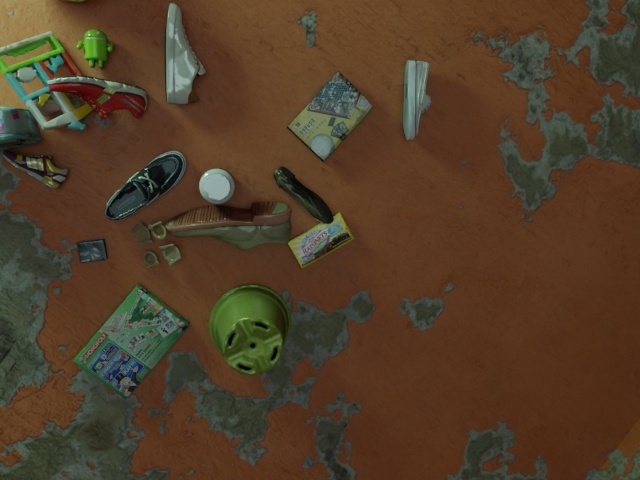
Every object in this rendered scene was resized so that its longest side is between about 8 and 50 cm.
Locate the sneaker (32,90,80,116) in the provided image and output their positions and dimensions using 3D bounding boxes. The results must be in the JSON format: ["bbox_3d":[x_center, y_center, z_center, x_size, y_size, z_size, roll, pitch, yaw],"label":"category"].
[{"bbox_3d":[-0.800,-0.408,1.725,0.134,0.070,0.051,1,55,-34],"label":"sneaker"}]

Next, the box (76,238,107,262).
[{"bbox_3d":[-0.722,0.033,1.809,0.083,0.018,0.067,-7,98,-8],"label":"box"}]

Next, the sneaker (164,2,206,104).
[{"bbox_3d":[-0.412,-0.563,1.740,0.123,0.106,0.290,-2,108,-15],"label":"sneaker"}]

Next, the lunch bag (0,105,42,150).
[{"bbox_3d":[-0.952,-0.307,1.627,0.279,0.224,0.108,-8,95,-2],"label":"lunch bag"}]

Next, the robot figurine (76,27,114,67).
[{"bbox_3d":[-0.670,-0.575,1.707,0.101,0.067,0.115,0,97,-11],"label":"robot figurine"}]

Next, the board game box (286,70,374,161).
[{"bbox_3d":[0.032,-0.401,1.853,0.165,0.042,0.243,43,90,-12],"label":"board game box"}]

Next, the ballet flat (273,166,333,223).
[{"bbox_3d":[-0.058,-0.139,1.866,0.250,0.084,0.058,42,118,-10],"label":"ballet flat"}]

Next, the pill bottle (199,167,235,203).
[{"bbox_3d":[-0.316,-0.168,1.755,0.108,0.193,0.108,-1,98,-9],"label":"pill bottle"}]

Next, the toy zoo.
[{"bbox_3d":[-0.784,-0.449,1.674,0.192,0.030,0.293,-42,105,-38],"label":"toy zoo"}]

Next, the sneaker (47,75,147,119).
[{"bbox_3d":[-0.654,-0.418,1.687,0.279,0.107,0.118,4,103,-28],"label":"sneaker"}]

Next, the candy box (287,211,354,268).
[{"bbox_3d":[0.000,0.000,1.913,0.206,0.027,0.105,-30,98,-4],"label":"candy box"}]

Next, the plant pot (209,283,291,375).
[{"bbox_3d":[-0.216,0.298,1.805,0.276,0.254,0.276,-1,98,-9],"label":"plant pot"}]

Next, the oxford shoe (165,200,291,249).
[{"bbox_3d":[-0.286,-0.027,1.812,0.397,0.140,0.146,-3,119,1],"label":"oxford shoe"}]

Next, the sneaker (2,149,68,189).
[{"bbox_3d":[-0.861,-0.233,1.732,0.185,0.069,0.084,33,83,-18],"label":"sneaker"}]

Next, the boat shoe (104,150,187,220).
[{"bbox_3d":[-0.541,-0.168,1.766,0.301,0.102,0.108,-36,102,-2],"label":"boat shoe"}]

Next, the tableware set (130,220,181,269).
[{"bbox_3d":[-0.522,0.013,1.808,0.141,0.020,0.168,-16,104,25],"label":"tableware set"}]

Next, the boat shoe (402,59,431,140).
[{"bbox_3d":[0.319,-0.456,1.864,0.084,0.095,0.258,1,99,-5],"label":"boat shoe"}]

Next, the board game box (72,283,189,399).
[{"bbox_3d":[-0.610,0.327,1.854,0.213,0.046,0.317,41,90,-11],"label":"board game box"}]
